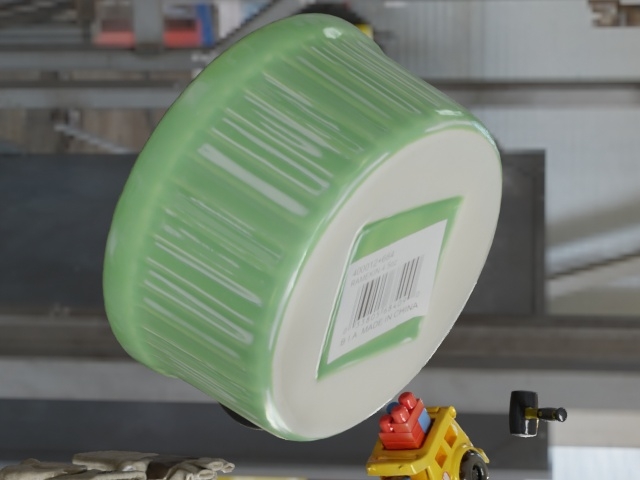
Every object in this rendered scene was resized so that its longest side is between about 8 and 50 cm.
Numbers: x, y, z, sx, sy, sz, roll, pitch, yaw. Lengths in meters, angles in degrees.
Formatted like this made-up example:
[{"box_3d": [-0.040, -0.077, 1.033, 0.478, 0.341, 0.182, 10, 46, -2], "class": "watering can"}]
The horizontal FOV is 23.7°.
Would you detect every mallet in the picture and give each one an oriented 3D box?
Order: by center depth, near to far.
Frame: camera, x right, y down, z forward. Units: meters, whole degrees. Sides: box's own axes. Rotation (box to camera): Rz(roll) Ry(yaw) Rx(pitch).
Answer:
[{"box_3d": [0.283, 0.233, 1.971, 0.189, 0.039, 0.062, -169, -97, -82], "class": "mallet"}]

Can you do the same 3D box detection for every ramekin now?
[{"box_3d": [0.000, 0.000, 1.128, 0.303, 0.148, 0.303, -37, 145, -32], "class": "ramekin"}]

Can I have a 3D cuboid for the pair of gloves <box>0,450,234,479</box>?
[{"box_3d": [-0.228, 0.257, 1.642, 0.240, 0.204, 0.042, 3, 86, -55], "class": "pair of gloves"}]

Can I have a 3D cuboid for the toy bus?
[{"box_3d": [0.139, 0.346, 2.314, 0.211, 0.149, 0.220, 63, 39, -30], "class": "toy bus"}]

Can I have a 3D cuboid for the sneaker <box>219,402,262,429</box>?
[{"box_3d": [-0.079, 0.062, 1.606, 0.145, 0.090, 0.270, -60, 144, -37], "class": "sneaker"}]
